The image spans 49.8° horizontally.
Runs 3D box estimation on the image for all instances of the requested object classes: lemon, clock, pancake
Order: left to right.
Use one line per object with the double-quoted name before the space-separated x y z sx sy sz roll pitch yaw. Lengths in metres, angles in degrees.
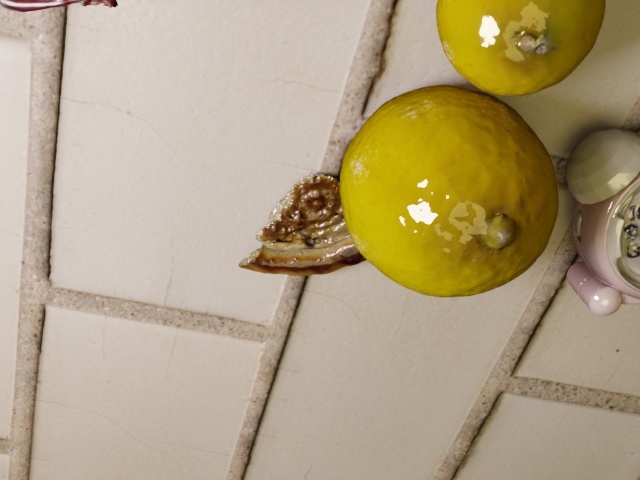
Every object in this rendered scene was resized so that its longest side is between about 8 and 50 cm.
"pancake" 0.000 0.000 1.286 0.212 0.056 0.257 32 116 -20
"lemon" 0.206 -0.067 1.089 0.364 0.364 0.364 -1 122 -2
"lemon" 0.291 -0.325 1.002 0.240 0.219 0.240 1 125 1
"clock" 0.604 -0.049 1.218 0.342 0.184 0.325 -8 118 -3

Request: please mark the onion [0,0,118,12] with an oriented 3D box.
"onion" -0.394 -0.428 0.959 0.283 0.120 0.227 37 119 -17
